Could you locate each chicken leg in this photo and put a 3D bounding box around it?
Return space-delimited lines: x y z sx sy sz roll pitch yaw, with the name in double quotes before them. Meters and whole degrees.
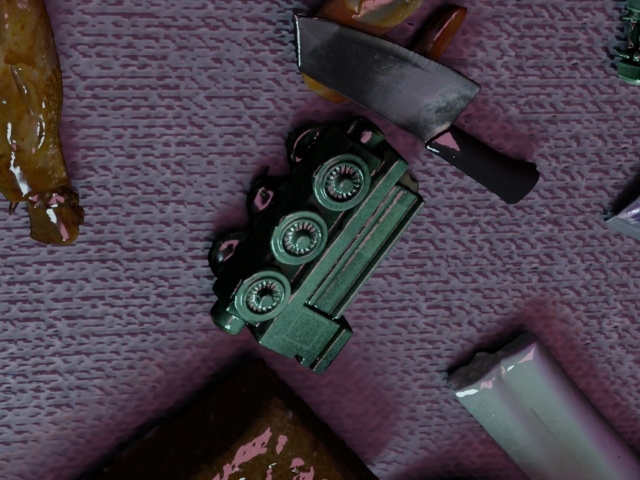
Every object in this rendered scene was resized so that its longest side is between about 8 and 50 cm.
"chicken leg" -0.197 -0.079 0.856 0.101 0.085 0.207 -43 133 -34

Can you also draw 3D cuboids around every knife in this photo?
"knife" 0.066 -0.091 0.938 0.230 0.028 0.060 27 118 -33

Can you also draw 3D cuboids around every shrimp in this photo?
"shrimp" 0.059 -0.142 0.920 0.162 0.045 0.095 -38 120 11

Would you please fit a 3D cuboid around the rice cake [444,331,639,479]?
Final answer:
"rice cake" 0.185 0.154 1.103 0.080 0.042 0.222 -37 119 8

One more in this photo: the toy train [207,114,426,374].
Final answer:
"toy train" 0.000 0.000 0.963 0.111 0.071 0.170 30 102 -36

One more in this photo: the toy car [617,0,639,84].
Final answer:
"toy car" 0.271 -0.141 0.982 0.143 0.054 0.073 -4 115 -16

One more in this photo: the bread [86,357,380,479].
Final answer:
"bread" -0.152 0.261 1.014 0.416 0.113 0.165 -36 120 1

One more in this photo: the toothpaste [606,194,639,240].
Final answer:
"toothpaste" 0.330 -0.078 0.977 0.114 0.073 0.299 18 134 -29
